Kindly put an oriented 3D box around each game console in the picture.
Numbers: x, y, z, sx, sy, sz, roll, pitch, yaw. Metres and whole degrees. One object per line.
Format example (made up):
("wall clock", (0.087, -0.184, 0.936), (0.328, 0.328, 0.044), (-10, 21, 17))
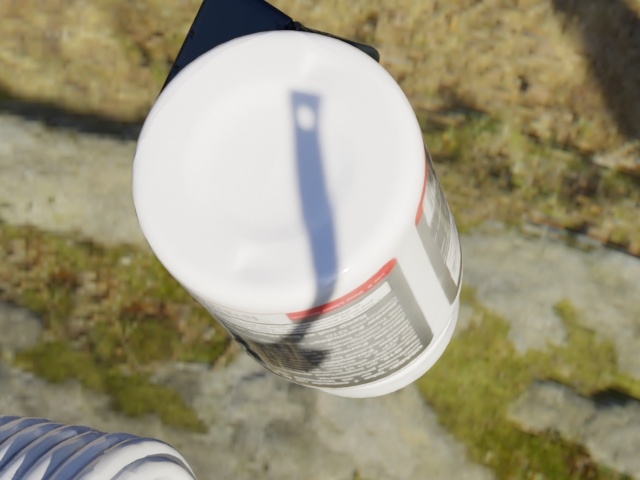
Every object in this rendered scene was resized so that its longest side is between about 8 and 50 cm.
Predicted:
("game console", (-0.038, -0.103, 1.163), (0.107, 0.122, 0.071), (10, 29, -36))

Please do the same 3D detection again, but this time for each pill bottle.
("pill bottle", (0.000, 0.000, 1.039), (0.161, 0.283, 0.161), (-3, 72, 10))

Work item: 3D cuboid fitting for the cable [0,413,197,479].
("cable", (-0.101, 0.190, 0.601), (0.089, 0.257, 0.257), (3, 76, 14))
